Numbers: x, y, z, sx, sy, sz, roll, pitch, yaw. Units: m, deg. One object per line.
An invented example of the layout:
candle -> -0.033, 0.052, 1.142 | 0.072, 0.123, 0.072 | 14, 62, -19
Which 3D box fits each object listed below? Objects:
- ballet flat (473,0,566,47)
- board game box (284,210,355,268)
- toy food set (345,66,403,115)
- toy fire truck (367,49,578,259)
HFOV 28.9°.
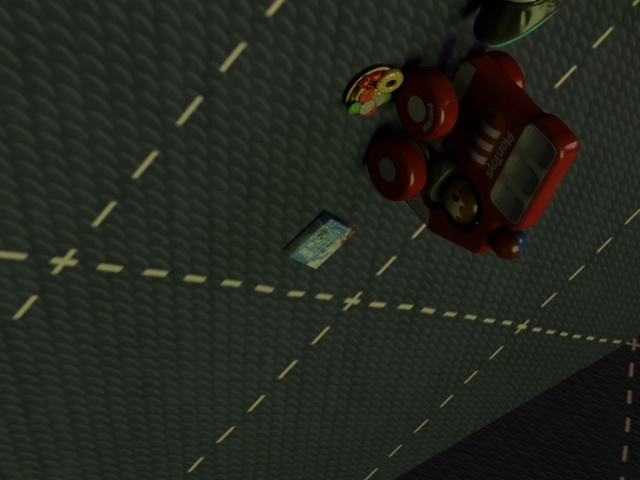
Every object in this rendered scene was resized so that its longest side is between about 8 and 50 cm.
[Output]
ballet flat -> 0.314, -0.367, 1.648 | 0.280, 0.095, 0.096 | -33, 139, 0
board game box -> 0.000, 0.000, 1.921 | 0.090, 0.020, 0.090 | -42, 153, 13
toy food set -> 0.070, -0.202, 1.689 | 0.083, 0.020, 0.082 | -8, 141, -44
toy fire truck -> 0.220, -0.107, 1.759 | 0.169, 0.254, 0.302 | -17, 147, -33
